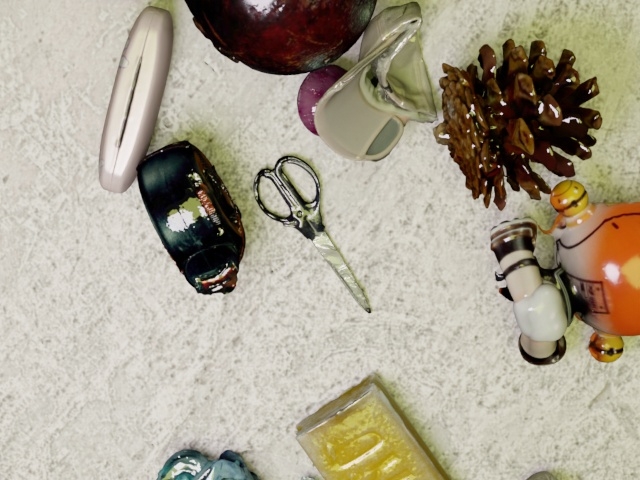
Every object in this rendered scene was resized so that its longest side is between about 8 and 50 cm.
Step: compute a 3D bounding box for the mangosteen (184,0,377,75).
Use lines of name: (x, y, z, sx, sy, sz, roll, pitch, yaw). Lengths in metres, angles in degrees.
mangosteen: (-0.051, -0.392, 1.430, 0.329, 0.330, 0.330, 0, 100, 1)

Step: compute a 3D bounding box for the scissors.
scissors: (0.000, 0.000, 1.648, 0.109, 0.022, 0.300, -32, 98, 10)

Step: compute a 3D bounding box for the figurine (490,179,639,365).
figurine: (0.446, 0.055, 1.556, 0.323, 0.196, 0.320, -20, 110, 1)

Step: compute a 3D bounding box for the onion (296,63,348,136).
onion: (0.011, -0.218, 1.576, 0.115, 0.104, 0.115, 3, 85, -35)

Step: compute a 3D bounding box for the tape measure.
tape measure: (-0.194, -0.045, 1.552, 0.135, 0.202, 0.223, -24, 113, 3)

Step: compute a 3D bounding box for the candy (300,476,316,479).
candy: (-0.073, 0.532, 1.724, 0.086, 0.059, 0.292, 31, 99, -1)

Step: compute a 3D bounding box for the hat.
hat: (0.076, -0.242, 1.513, 0.225, 0.164, 0.219, -24, 140, -8)

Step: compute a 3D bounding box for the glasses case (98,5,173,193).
glasses case: (-0.289, -0.218, 1.568, 0.075, 0.113, 0.297, 15, 100, -4)

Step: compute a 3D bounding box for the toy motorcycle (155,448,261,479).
toy motorcycle: (-0.189, 0.483, 1.669, 0.206, 0.154, 0.260, 13, 88, 0)

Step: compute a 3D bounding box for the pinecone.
pinecone: (0.300, -0.186, 1.499, 0.264, 0.264, 0.264, 0, 100, 1)

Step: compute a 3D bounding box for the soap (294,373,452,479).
soap: (0.099, 0.383, 1.681, 0.173, 0.089, 0.274, -35, 99, 6)

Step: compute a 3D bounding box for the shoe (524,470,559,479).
shoe: (0.350, 0.551, 1.694, 0.159, 0.124, 0.316, 30, 99, -11)
